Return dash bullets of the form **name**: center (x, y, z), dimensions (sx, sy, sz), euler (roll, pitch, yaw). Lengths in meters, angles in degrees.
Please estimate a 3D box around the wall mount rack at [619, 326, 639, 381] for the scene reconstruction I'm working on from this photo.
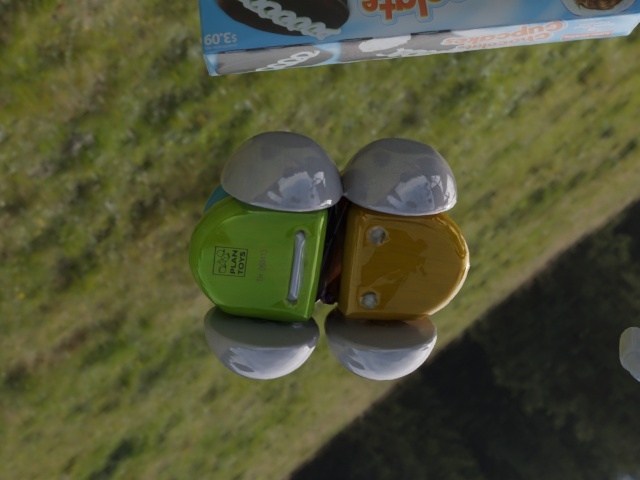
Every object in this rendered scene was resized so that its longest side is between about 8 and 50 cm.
- **wall mount rack**: center (0.289, -0.051, 0.800), dimensions (0.304, 0.130, 0.350), euler (-47, 158, -59)

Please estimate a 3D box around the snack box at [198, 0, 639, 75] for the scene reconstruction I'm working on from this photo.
- **snack box**: center (0.066, -0.232, 0.946), dimensions (0.322, 0.187, 0.060), euler (-6, 171, -2)

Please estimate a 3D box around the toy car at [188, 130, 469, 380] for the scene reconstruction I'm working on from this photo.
- **toy car**: center (0.000, 0.000, 0.843), dimensions (0.182, 0.136, 0.159), euler (1, 113, -14)
